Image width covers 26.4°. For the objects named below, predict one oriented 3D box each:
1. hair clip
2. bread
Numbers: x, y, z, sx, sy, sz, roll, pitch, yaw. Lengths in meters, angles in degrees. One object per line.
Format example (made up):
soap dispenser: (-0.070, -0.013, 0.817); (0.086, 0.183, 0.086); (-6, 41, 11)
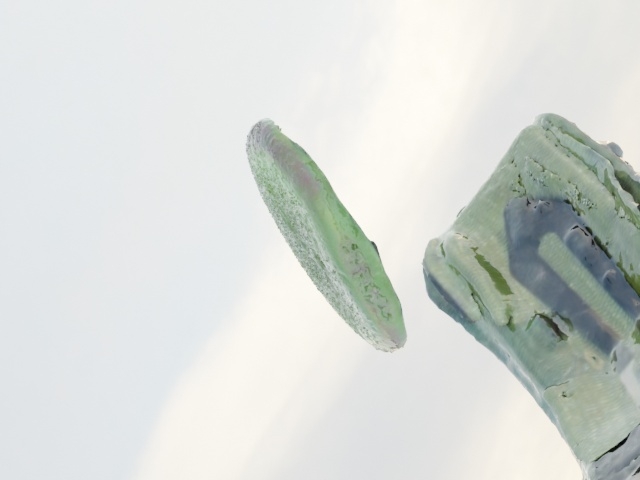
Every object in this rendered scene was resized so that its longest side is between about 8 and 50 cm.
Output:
hair clip: (0.147, 0.043, 0.647); (0.138, 0.091, 0.321); (-53, 23, 14)
bread: (-0.003, -0.003, 1.492); (0.045, 0.301, 0.301); (-31, -36, -10)
